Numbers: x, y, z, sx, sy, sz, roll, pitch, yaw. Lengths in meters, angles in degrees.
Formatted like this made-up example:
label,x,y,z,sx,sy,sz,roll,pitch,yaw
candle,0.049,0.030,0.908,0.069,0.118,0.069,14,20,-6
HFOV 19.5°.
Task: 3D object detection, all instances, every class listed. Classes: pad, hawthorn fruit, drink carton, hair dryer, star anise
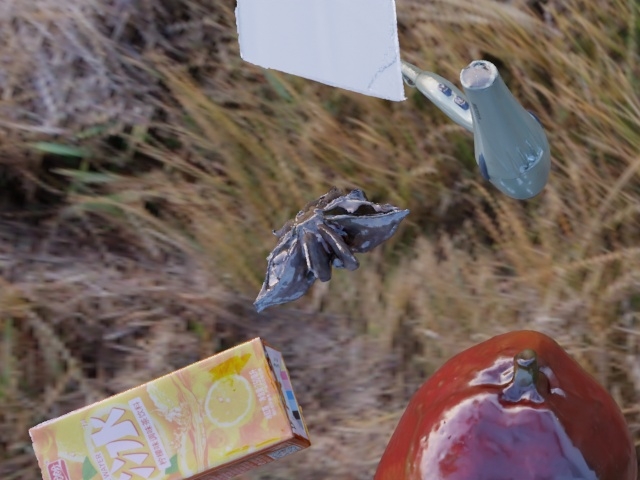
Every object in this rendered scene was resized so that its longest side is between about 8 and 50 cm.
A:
label,x,y,z,sx,sy,sz,roll,pitch,yaw
pad,-0.005,-0.222,1.577,0.004,0.156,0.232,-50,36,46
hawthorn fruit,0.192,0.217,1.844,0.265,0.265,0.307,17,129,16
drink carton,-0.128,0.169,1.593,0.223,0.071,0.096,-22,73,9
hair dryer,0.116,-0.131,1.578,0.067,0.167,0.199,-41,67,-9
star anise,-0.006,0.008,1.445,0.129,0.124,0.056,-44,118,-16
